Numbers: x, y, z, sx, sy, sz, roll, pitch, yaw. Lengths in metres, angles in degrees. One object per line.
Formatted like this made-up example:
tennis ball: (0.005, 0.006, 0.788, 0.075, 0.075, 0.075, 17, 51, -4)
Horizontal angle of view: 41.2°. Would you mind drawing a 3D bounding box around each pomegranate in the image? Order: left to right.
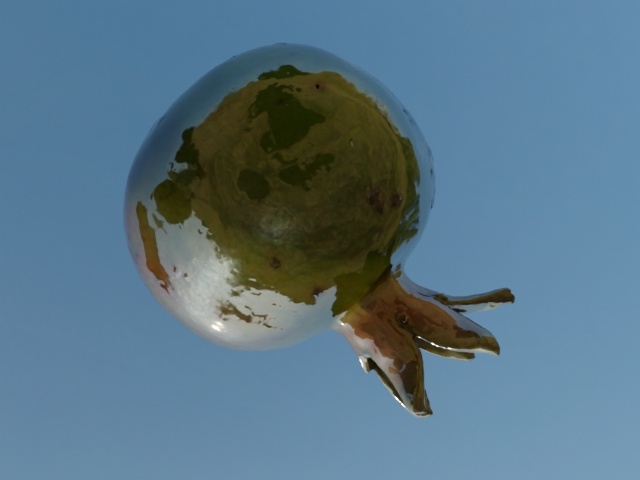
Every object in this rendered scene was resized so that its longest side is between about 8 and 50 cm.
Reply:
pomegranate: (0.000, 0.000, 0.478, 0.181, 0.181, 0.224, -39, -102, -15)
